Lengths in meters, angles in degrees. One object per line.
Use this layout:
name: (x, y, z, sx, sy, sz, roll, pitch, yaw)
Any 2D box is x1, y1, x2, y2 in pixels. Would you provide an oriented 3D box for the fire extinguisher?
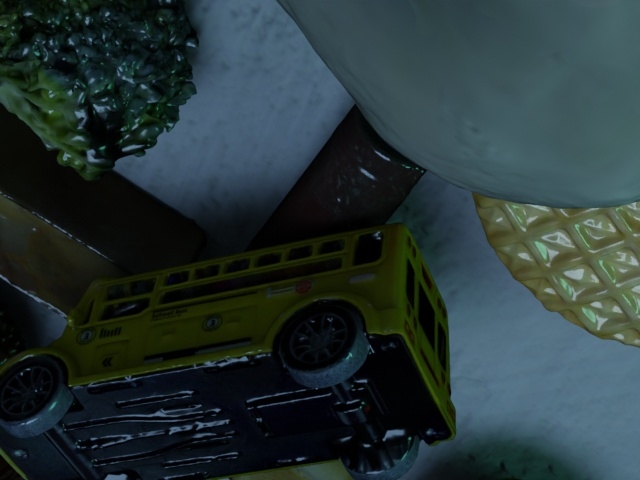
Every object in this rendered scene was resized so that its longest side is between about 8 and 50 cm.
fire extinguisher: (0.000, 0.000, 1.141, 0.089, 0.072, 0.267, 3, 142, -33)

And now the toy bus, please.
toy bus: (-0.075, 0.095, 1.087, 0.331, 0.151, 0.145, -11, 137, 18)

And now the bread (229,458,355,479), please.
bread: (-0.045, 0.148, 1.251, 0.134, 0.081, 0.225, -11, 135, 33)

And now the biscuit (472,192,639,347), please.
biscuit: (0.233, -0.003, 1.063, 0.309, 0.040, 0.204, 27, 132, -2)

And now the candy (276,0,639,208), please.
candy: (0.064, -0.210, 0.801, 0.427, 0.186, 0.386, 48, 145, 8)

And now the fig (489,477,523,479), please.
fig: (0.148, 0.334, 1.292, 0.233, 0.233, 0.314, 7, 158, 16)

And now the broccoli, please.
broccoli: (-0.238, -0.152, 1.079, 0.304, 0.145, 0.165, 12, 142, 25)

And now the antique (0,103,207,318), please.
antique: (-0.249, -0.037, 1.190, 0.310, 0.087, 0.093, 33, 133, -8)

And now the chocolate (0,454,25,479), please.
chocolate: (-0.218, 0.220, 1.298, 0.237, 0.235, 0.108, -16, 110, 31)

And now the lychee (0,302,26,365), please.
lychee: (-0.340, 0.107, 1.286, 0.188, 0.188, 0.188, 11, 131, 13)
